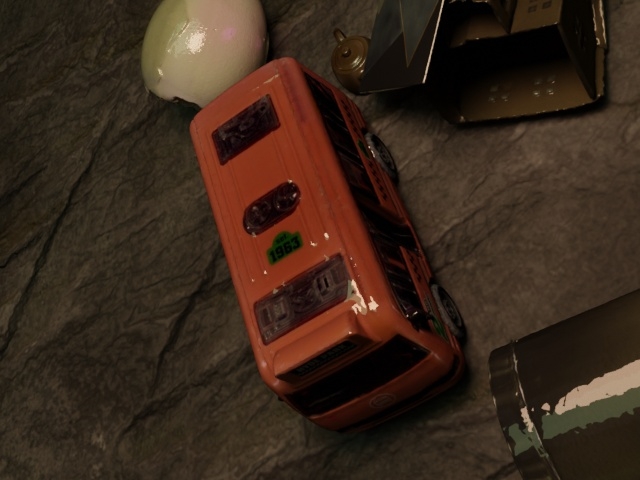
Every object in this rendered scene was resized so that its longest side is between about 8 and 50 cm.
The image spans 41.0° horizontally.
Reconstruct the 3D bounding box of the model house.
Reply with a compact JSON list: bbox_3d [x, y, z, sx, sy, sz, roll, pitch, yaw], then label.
[{"bbox_3d":[0.223,-0.302,1.040,0.211,0.204,0.243,-5,53,32],"label":"model house"}]

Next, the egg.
[{"bbox_3d":[-0.168,-0.300,1.280,0.183,0.183,0.217,20,94,36],"label":"egg"}]

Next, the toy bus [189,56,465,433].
[{"bbox_3d":[0.000,0.000,1.032,0.203,0.233,0.426,-32,58,19],"label":"toy bus"}]

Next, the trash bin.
[{"bbox_3d":[0.334,0.134,0.787,0.302,0.203,0.252,-28,26,21],"label":"trash bin"}]

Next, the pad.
[{"bbox_3d":[0.099,-0.261,1.031,0.243,0.004,0.163,-154,76,-74],"label":"pad"}]

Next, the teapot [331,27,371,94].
[{"bbox_3d":[0.047,-0.256,1.197,0.076,0.068,0.121,-36,57,17],"label":"teapot"}]
